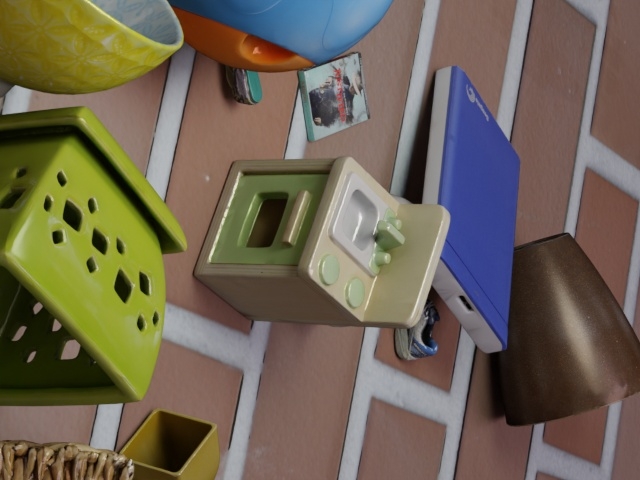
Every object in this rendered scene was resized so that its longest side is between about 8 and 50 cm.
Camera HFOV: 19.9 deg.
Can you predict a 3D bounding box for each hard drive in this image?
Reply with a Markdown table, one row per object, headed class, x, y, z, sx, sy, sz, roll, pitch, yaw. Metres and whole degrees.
| class | x | y | z | sx | sy | sz | roll | pitch | yaw |
| --- | --- | --- | --- | --- | --- | --- | --- | --- | --- |
| hard drive | 0.196 | -0.043 | 2.366 | 0.210 | 0.040 | 0.319 | 52 | 35 | -41 |

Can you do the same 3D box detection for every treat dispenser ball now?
| class | x | y | z | sx | sy | sz | roll | pitch | yaw |
| --- | --- | --- | --- | --- | --- | --- | --- | --- | --- |
| treat dispenser ball | -0.051 | -0.318 | 1.897 | 0.288 | 0.288 | 0.288 | -2 | 93 | -53 |

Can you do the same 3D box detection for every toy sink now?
| class | x | y | z | sx | sy | sz | roll | pitch | yaw |
| --- | --- | --- | --- | --- | --- | --- | --- | --- | --- |
| toy sink | 0.000 | 0.000 | 2.020 | 0.131 | 0.234 | 0.153 | 42 | 59 | -46 |

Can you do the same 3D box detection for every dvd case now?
| class | x | y | z | sx | sy | sz | roll | pitch | yaw |
| --- | --- | --- | --- | --- | --- | --- | --- | --- | --- |
| dvd case | 0.018 | -0.177 | 2.222 | 0.119 | 0.013 | 0.087 | -25 | 111 | -51 |

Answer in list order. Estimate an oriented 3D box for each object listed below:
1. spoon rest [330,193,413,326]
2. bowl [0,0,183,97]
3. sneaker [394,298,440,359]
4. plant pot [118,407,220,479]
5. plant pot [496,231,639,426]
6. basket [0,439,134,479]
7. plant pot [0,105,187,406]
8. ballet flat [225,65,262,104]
| class | x | y | z | sx | sy | sz | roll | pitch | yaw |
| --- | --- | --- | --- | --- | --- | --- | --- | --- | --- |
| spoon rest | 0.064 | 0.032 | 2.240 | 0.137 | 0.084 | 0.276 | 60 | 34 | -7 |
| bowl | -0.281 | -0.222 | 1.646 | 0.156 | 0.289 | 0.289 | -45 | 142 | 13 |
| sneaker | 0.126 | 0.087 | 2.338 | 0.052 | 0.058 | 0.135 | -22 | 107 | -51 |
| plant pot | -0.155 | 0.243 | 1.951 | 0.081 | 0.081 | 0.083 | -52 | 141 | -39 |
| plant pot | 0.327 | 0.113 | 2.510 | 0.215 | 0.215 | 0.230 | -18 | 92 | -52 |
| basket | -0.304 | 0.340 | 1.723 | 0.213 | 0.223 | 0.299 | 6 | 81 | -15 |
| plant pot | -0.268 | 0.008 | 1.677 | 0.228 | 0.227 | 0.207 | 54 | 44 | -39 |
| ballet flat | -0.092 | -0.209 | 2.052 | 0.041 | 0.041 | 0.114 | -15 | 102 | -52 |
